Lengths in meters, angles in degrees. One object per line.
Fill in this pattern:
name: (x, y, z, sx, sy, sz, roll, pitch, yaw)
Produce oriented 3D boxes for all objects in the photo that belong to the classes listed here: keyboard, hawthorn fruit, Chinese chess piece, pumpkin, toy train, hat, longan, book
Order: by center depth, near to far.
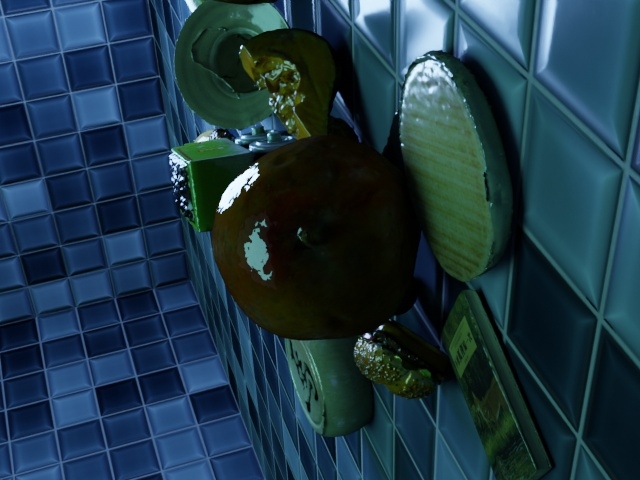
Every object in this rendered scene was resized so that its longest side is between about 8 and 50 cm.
book: (0.205, 0.188, 1.225, 0.160, 0.024, 0.228, 99, 153, -64)
hawthorn fruit: (0.000, 0.000, 1.282, 0.298, 0.277, 0.276, 55, -159, -87)
keyboard: (0.104, -0.095, 1.386, 0.196, 0.015, 0.074, 101, 149, -61)
longan: (0.097, 0.068, 1.427, 0.075, 0.083, 0.075, -59, 12, 22)
pumpkin: (-0.011, -0.224, 1.528, 0.248, 0.126, 0.131, 57, 169, 8)
hat: (-0.134, -0.327, 1.862, 0.110, 0.252, 0.251, -17, -85, -66)
Chinese chess piece: (0.013, 0.244, 1.902, 0.250, 0.101, 0.250, 166, 90, -76)
toy train: (-0.157, -0.116, 1.933, 0.307, 0.249, 0.173, -144, 44, -70)

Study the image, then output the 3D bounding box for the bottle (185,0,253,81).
bottle: (-0.173, -0.416, 1.981, 0.260, 0.112, 0.112, 61, 163, 14)

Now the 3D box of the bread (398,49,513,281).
bread: (0.151, -0.083, 1.141, 0.267, 0.041, 0.266, 167, 90, -77)

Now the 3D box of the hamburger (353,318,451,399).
hamburger: (0.110, 0.167, 1.393, 0.137, 0.087, 0.166, 33, 176, -12)

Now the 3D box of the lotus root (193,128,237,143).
lotus root: (-0.247, -0.168, 2.472, 0.160, 0.146, 0.284, 50, 153, 23)

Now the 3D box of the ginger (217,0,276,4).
ginger: (-0.127, -0.476, 1.683, 0.165, 0.172, 0.321, -65, 23, -1)
